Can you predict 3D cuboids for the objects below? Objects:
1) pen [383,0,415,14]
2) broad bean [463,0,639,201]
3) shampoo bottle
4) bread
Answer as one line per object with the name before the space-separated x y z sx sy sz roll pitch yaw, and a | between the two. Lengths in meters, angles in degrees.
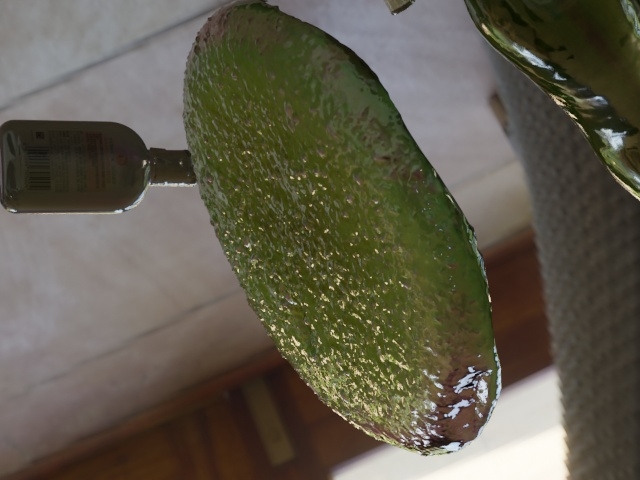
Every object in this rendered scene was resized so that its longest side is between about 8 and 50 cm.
pen | 0.018 -0.283 1.379 0.025 0.204 0.025 -31 -172 5
broad bean | 0.128 -0.022 0.520 0.256 0.053 0.052 34 154 -33
shampoo bottle | -0.183 -0.061 1.350 0.165 0.080 0.040 -1 162 -21
bread | 0.000 0.000 0.736 0.033 0.228 0.228 -29 156 -23
